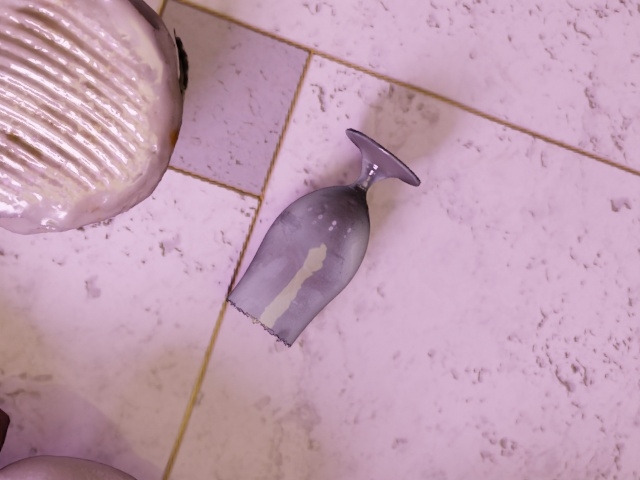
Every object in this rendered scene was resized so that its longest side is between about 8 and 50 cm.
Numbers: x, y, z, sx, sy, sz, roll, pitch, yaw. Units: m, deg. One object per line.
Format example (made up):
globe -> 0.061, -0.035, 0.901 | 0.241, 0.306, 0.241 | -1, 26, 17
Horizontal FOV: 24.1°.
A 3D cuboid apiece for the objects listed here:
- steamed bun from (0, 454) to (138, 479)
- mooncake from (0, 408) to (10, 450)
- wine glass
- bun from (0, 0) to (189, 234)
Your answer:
steamed bun -> -0.224, 0.401, 1.260 | 0.368, 0.255, 0.342 | -44, 135, 3
mooncake -> -0.432, 0.154, 1.264 | 0.334, 0.174, 0.325 | -4, 95, -14
wine glass -> 0.000, 0.000, 1.402 | 0.093, 0.093, 0.202 | 40, 85, -16
bun -> -0.228, -0.126, 1.301 | 0.239, 0.141, 0.239 | -1, 95, -9
